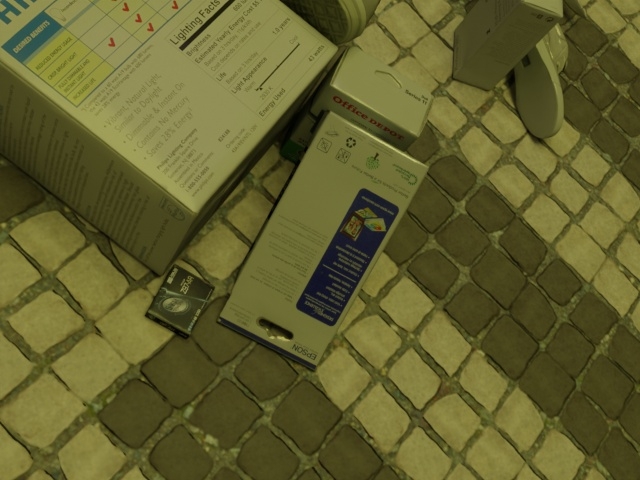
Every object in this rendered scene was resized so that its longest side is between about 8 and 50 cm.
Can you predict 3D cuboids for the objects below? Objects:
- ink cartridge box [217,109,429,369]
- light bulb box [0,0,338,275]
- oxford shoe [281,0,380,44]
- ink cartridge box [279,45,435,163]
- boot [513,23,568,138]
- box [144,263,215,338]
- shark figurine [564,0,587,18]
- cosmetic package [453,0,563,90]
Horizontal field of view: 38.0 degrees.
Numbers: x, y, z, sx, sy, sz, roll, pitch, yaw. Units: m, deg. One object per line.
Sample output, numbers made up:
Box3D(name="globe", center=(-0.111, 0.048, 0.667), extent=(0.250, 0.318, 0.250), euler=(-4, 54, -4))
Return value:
Box3D(name="ink cartridge box", center=(0.000, 0.000, 1.310), extent=(0.165, 0.065, 0.333), euler=(29, 94, -10))
Box3D(name="light bulb box", center=(-0.236, -0.216, 1.267), extent=(0.361, 0.225, 0.358), euler=(38, 58, -2))
Box3D(name="oxford shoe", center=(-0.065, -0.474, 1.285), extent=(0.130, 0.169, 0.449), euler=(-40, 92, -25))
Box3D(name="ink cartridge box", center=(0.051, -0.172, 1.385), extent=(0.153, 0.208, 0.087), euler=(29, 58, -9))
Box3D(name="boot", center=(0.412, -0.309, 1.683), extent=(0.123, 0.095, 0.258), euler=(-4, 78, -39))
Box3D(name="box", center=(-0.192, 0.083, 1.271), extent=(0.067, 0.018, 0.083), euler=(31, 58, -9))
Box3D(name="shark figurine", center=(0.370, -0.475, 1.755), extent=(0.278, 0.166, 0.116), euler=(6, 90, -41))
Box3D(name="cosmetic package", center=(0.313, -0.369, 1.580), extent=(0.085, 0.231, 0.117), euler=(15, 61, -18))
